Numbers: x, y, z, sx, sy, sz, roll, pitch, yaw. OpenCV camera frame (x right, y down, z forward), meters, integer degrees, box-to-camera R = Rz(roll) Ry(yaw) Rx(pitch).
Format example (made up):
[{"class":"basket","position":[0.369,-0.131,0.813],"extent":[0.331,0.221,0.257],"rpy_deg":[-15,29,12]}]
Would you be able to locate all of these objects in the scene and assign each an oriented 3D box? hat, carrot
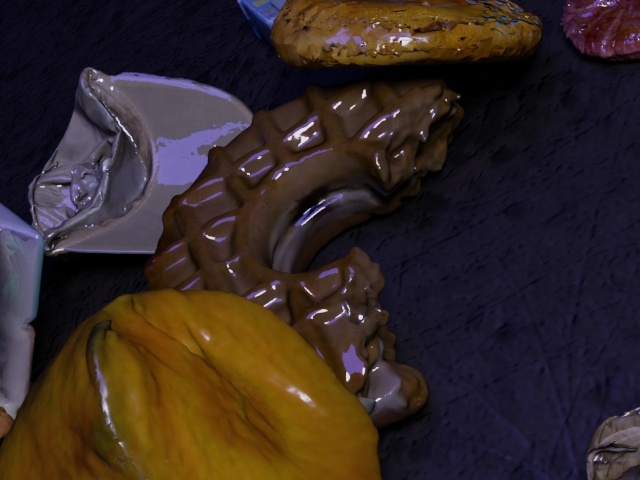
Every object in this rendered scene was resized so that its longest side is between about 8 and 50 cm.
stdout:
[{"class":"hat","position":[-0.186,-0.052,1.189],"extent":[0.245,0.149,0.214],"rpy_deg":[13,67,-5]},{"class":"carrot","position":[-0.112,0.188,0.778],"extent":[0.340,0.242,0.241],"rpy_deg":[-55,28,37]}]

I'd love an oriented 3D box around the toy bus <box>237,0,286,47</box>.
[{"class":"toy bus","position":[0.023,-0.306,1.288],"extent":[0.236,0.079,0.094],"rpy_deg":[-39,58,-5]}]

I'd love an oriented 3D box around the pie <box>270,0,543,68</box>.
[{"class":"pie","position":[0.084,-0.197,1.049],"extent":[0.273,0.069,0.273],"rpy_deg":[2,21,-1]}]

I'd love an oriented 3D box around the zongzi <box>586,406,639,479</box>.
[{"class":"zongzi","position":[0.272,0.110,0.735],"extent":[0.195,0.099,0.197],"rpy_deg":[-9,38,26]}]

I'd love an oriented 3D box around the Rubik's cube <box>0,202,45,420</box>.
[{"class":"Rubik's cube","position":[-0.429,0.089,1.026],"extent":[0.387,0.358,0.368],"rpy_deg":[17,21,13]}]

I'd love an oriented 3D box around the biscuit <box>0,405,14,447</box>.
[{"class":"biscuit","position":[-0.326,0.227,0.835],"extent":[0.288,0.044,0.202],"rpy_deg":[-46,-2,22]}]

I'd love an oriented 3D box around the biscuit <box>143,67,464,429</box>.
[{"class":"biscuit","position":[-0.018,0.009,0.992],"extent":[0.268,0.115,0.366],"rpy_deg":[-6,48,28]}]

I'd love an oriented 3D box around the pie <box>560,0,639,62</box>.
[{"class":"pie","position":[0.296,-0.225,1.065],"extent":[0.154,0.036,0.154],"rpy_deg":[-17,46,19]}]
